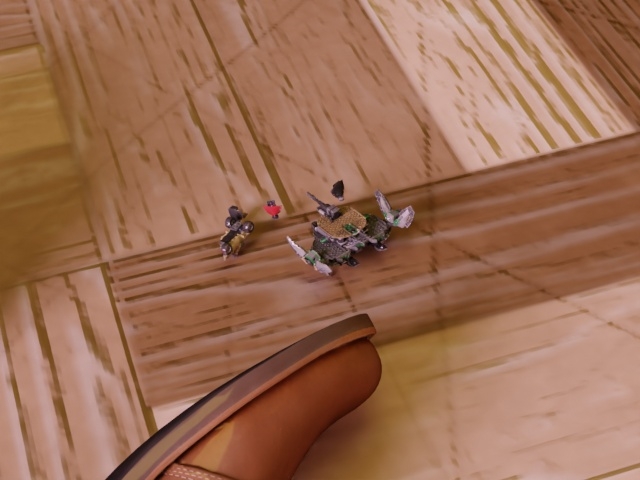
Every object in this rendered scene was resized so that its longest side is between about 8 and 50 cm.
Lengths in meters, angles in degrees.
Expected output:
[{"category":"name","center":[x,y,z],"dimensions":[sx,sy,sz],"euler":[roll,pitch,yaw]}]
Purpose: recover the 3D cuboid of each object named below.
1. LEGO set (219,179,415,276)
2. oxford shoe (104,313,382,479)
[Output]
[{"category":"LEGO set","center":[-0.001,-0.002,0.539],"dimensions":[0.083,0.023,0.054],"euler":[6,41,27]},{"category":"oxford shoe","center":[-0.043,0.100,0.415],"dimensions":[0.076,0.076,0.212],"euler":[48,56,4]}]
